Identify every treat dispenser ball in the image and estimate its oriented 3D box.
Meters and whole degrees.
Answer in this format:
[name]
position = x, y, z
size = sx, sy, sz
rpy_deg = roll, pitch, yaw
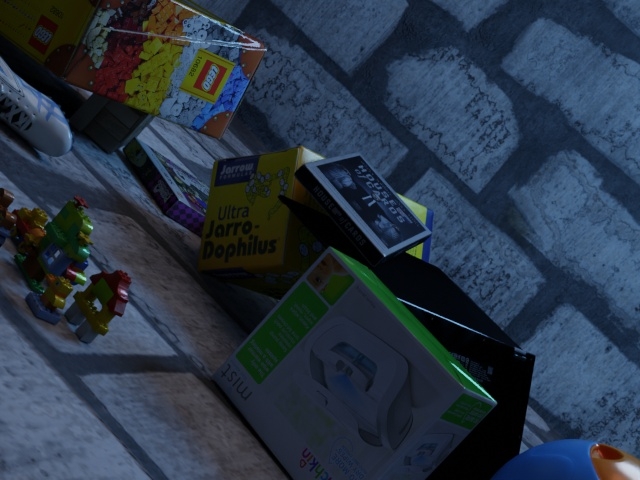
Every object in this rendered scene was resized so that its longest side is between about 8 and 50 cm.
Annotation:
[treat dispenser ball]
position = 0.335, 0.403, 1.609
size = 0.288, 0.288, 0.288
rpy_deg = 42, 8, -7

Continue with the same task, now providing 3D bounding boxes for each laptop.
[laptop]
position = 0.107, 0.175, 1.824
size = 0.382, 0.407, 0.236
rpy_deg = 23, -18, -40

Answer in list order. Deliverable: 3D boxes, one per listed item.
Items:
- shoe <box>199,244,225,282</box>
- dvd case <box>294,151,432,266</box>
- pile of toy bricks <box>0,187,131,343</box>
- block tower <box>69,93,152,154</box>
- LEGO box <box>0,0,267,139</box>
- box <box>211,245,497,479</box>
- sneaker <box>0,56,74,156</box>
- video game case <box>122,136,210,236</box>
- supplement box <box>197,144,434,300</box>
[shoe]
position = -0.152, -0.001, 2.098
size = 0.076, 0.058, 0.219
rpy_deg = 40, 22, -14
[dvd case]
position = 0.068, -0.052, 1.851
size = 0.179, 0.029, 0.239
rpy_deg = 49, 22, 8
[pile of toy bricks]
position = -0.287, 0.000, 1.351
size = 0.118, 0.105, 0.212
rpy_deg = 34, 12, -50
[block tower]
position = -0.370, -0.235, 2.292
size = 0.097, 0.091, 0.335
rpy_deg = 42, 8, -5
[LEGO box]
position = -0.401, -0.404, 2.169
size = 0.500, 0.193, 0.372
rpy_deg = 36, 12, 38
[box]
position = 0.038, 0.184, 1.523
size = 0.262, 0.231, 0.127
rpy_deg = 48, 9, 30
[sneaker]
position = -0.455, -0.204, 1.776
size = 0.237, 0.085, 0.086
rpy_deg = 45, 33, -8
[video game case]
position = -0.237, -0.073, 2.256
size = 0.232, 0.042, 0.210
rpy_deg = 35, 12, -47
[supplement box]
position = 0.000, 0.000, 2.041
size = 0.194, 0.195, 0.356
rpy_deg = -6, -20, 42
